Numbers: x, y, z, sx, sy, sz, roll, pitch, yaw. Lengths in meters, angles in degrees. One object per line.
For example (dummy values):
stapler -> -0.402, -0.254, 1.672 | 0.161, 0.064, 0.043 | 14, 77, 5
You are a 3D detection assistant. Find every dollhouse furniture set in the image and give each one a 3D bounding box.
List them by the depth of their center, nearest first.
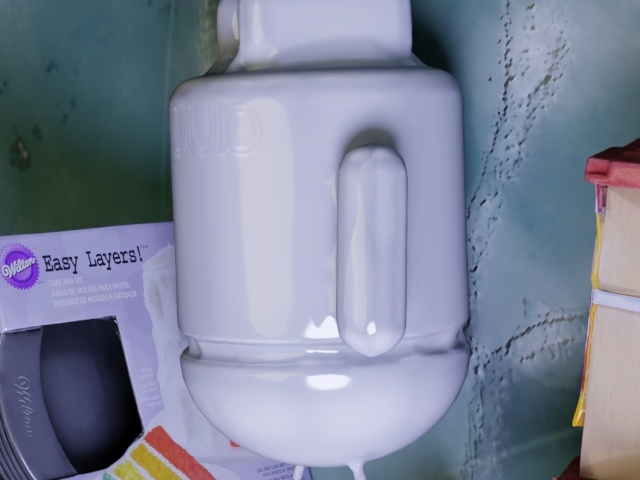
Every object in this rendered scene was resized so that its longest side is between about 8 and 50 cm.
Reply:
dollhouse furniture set -> 0.324, 0.069, 0.926 | 0.374, 0.152, 0.201 | 10, 101, 23

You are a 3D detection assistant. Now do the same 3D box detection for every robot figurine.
robot figurine -> 0.000, 0.000, 1.168 | 0.300, 0.199, 0.354 | -166, 73, -79

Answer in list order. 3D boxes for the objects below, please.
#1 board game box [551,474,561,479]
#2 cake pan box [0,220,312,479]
board game box -> 0.175, 0.229, 1.077 | 0.045, 0.146, 0.194 | 27, 111, 35
cake pan box -> -0.139, 0.110, 1.257 | 0.070, 0.266, 0.246 | -25, 76, 42
